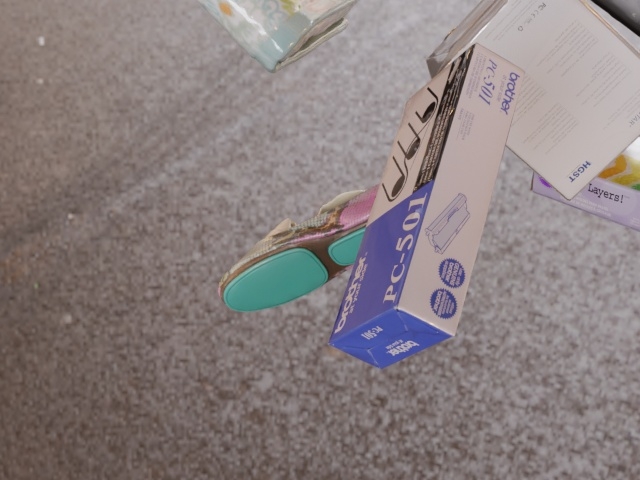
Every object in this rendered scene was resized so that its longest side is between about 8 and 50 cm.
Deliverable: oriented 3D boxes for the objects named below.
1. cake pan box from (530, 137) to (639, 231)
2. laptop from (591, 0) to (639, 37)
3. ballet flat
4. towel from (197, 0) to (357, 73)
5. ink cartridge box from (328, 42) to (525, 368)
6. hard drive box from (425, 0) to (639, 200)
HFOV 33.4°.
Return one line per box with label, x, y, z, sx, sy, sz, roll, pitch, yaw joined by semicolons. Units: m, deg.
cake pan box;0.466;-0.103;1.477;0.245;0.070;0.267;28;43;34
laptop;0.369;-0.406;1.031;0.408;0.382;0.236;40;21;9
ballet flat;0.000;0.000;1.056;0.221;0.077;0.079;-25;44;12
towel;-0.107;-0.370;1.352;0.320;0.090;0.374;42;24;-2
ink cartridge box;0.072;-0.023;0.715;0.046;0.097;0.207;27;63;-15
hard drive box;0.269;-0.190;1.245;0.232;0.181;0.089;39;20;-17
